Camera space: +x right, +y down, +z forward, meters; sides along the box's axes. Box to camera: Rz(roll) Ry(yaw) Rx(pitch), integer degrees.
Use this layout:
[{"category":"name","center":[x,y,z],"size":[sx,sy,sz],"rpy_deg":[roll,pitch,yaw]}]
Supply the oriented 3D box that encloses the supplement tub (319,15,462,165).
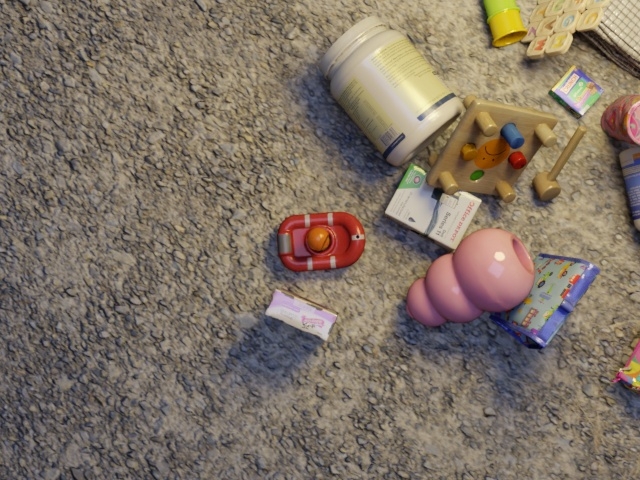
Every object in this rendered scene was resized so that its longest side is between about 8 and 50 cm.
[{"category":"supplement tub","center":[0.174,-0.377,1.778],"size":[0.235,0.235,0.325],"rpy_deg":[-39,85,-1]}]

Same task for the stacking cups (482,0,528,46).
[{"category":"stacking cups","center":[0.453,-0.677,1.861],"size":[0.096,0.096,0.316],"rpy_deg":[-17,84,1]}]

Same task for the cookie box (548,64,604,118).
[{"category":"cookie box","center":[0.673,-0.392,1.855],"size":[0.107,0.040,0.092],"rpy_deg":[42,90,5]}]

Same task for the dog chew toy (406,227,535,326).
[{"category":"dog chew toy","center":[0.356,0.109,1.743],"size":[0.332,0.206,0.206],"rpy_deg":[-31,85,30]}]

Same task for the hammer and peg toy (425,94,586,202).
[{"category":"hammer and peg toy","center":[0.465,-0.221,1.737],"size":[0.361,0.266,0.127],"rpy_deg":[4,43,-26]}]

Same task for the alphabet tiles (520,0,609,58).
[{"category":"alphabet tiles","center":[0.619,-0.590,1.764],"size":[0.021,0.278,0.284],"rpy_deg":[27,88,-24]}]

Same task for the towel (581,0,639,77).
[{"category":"towel","center":[0.801,-0.591,1.811],"size":[0.284,0.121,0.235],"rpy_deg":[35,90,-9]}]

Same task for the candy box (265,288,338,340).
[{"category":"candy box","center":[-0.042,0.183,1.769],"size":[0.165,0.196,0.070],"rpy_deg":[24,88,3]}]

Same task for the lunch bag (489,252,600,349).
[{"category":"lunch bag","center":[0.551,0.146,1.697],"size":[0.138,0.293,0.221],"rpy_deg":[38,89,5]}]

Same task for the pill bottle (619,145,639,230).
[{"category":"pill bottle","center":[0.859,-0.108,1.773],"size":[0.152,0.152,0.272],"rpy_deg":[-10,86,2]}]

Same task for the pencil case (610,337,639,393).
[{"category":"pencil case","center":[0.840,0.284,1.775],"size":[0.104,0.104,0.236],"rpy_deg":[34,87,4]}]

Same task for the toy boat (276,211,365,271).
[{"category":"toy boat","center":[0.000,0.000,1.802],"size":[0.231,0.151,0.151],"rpy_deg":[-5,86,2]}]

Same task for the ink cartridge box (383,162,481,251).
[{"category":"ink cartridge box","center":[0.290,-0.084,1.827],"size":[0.208,0.087,0.153],"rpy_deg":[28,88,3]}]

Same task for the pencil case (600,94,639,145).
[{"category":"pencil case","center":[0.779,-0.295,1.727],"size":[0.124,0.284,0.124],"rpy_deg":[2,101,10]}]
